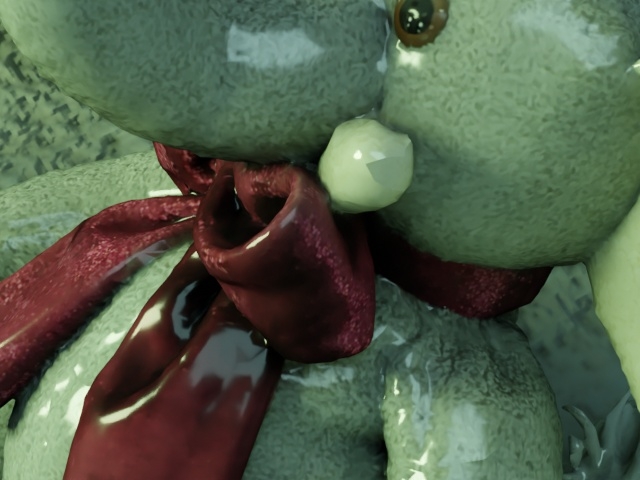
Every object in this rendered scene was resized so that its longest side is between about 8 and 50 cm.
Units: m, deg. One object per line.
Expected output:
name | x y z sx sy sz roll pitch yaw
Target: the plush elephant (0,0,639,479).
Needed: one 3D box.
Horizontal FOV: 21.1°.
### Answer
plush elephant | 0.000 0.000 0.449 0.330 0.255 0.272 -5 33 -25
